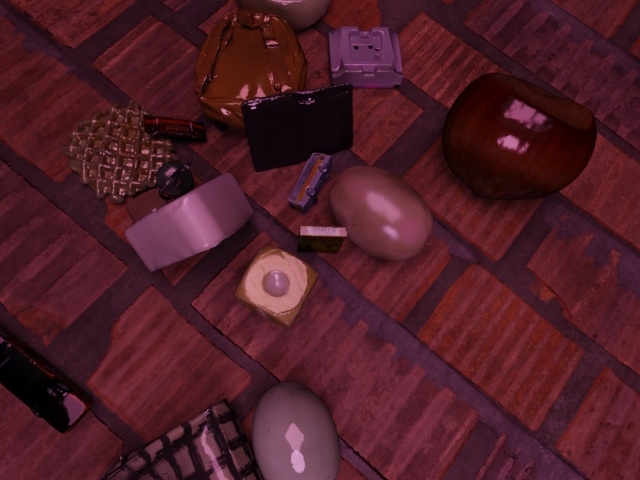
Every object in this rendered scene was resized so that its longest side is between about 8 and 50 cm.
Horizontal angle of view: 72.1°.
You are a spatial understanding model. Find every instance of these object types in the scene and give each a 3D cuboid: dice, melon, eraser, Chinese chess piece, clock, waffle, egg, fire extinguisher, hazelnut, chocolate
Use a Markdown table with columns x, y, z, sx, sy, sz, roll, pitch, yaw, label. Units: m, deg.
| x | y | z | sx | sy | sz | roll | pitch | yaw | label |
| --- | --- | --- | --- | --- | --- | --- | --- | --- | --- |
| -0.114 | 0.124 | 1.172 | 0.169 | 0.169 | 0.166 | 30 | 74 | 4 | dice |
| 0.169 | -0.075 | 1.228 | 0.317 | 0.223 | 0.223 | 37 | 74 | 6 | melon |
| -0.319 | -0.063 | 1.173 | 0.332 | 0.331 | 0.149 | -30 | 100 | -13 | eraser |
| -0.124 | -0.883 | 1.483 | 0.350 | 0.146 | 0.348 | 1 | 74 | -4 | Chinese chess piece |
| 0.146 | -0.607 | 1.456 | 0.254 | 0.083 | 0.186 | -2 | 73 | -5 | clock |
| -0.596 | -0.269 | 1.307 | 0.292 | 0.056 | 0.309 | -37 | 81 | -14 | waffle |
| -0.059 | 0.481 | 1.054 | 0.203 | 0.203 | 0.282 | -16 | 73 | -9 | egg |
| -0.384 | -0.159 | 1.166 | 0.118 | 0.294 | 0.093 | -46 | 105 | -7 | fire extinguisher |
| 0.562 | -0.296 | 1.284 | 0.410 | 0.359 | 0.359 | 33 | 74 | 1 | hazelnut |
| -0.437 | -0.338 | 1.325 | 0.183 | 0.028 | 0.086 | -3 | 58 | -28 | chocolate |

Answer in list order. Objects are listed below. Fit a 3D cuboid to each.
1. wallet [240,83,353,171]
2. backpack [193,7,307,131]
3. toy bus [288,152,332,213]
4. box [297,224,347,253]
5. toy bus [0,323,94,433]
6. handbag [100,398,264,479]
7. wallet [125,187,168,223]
| x | y | z | sx | sy | sz | roll | pitch | yaw | label |
| --- | --- | --- | --- | --- | --- | --- | --- | --- | --- |
| -0.055 | -0.330 | 1.283 | 0.323 | 0.247 | 0.041 | -17 | 50 | -10 | wallet |
| -0.198 | -0.509 | 1.337 | 0.354 | 0.201 | 0.377 | 10 | 75 | -1 | backpack |
| -0.028 | -0.175 | 1.327 | 0.075 | 0.064 | 0.190 | 20 | 72 | 14 | toy bus |
| 0.000 | 0.000 | 1.206 | 0.122 | 0.193 | 0.030 | 3 | 76 | -5 | box |
| -0.750 | 0.321 | 1.100 | 0.409 | 0.092 | 0.093 | 36 | 76 | 6 | toy bus |
| -0.299 | 0.592 | 1.013 | 0.327 | 0.162 | 0.325 | -31 | 74 | 3 | handbag |
| -0.481 | -0.068 | 1.267 | 0.118 | 0.038 | 0.152 | -31 | 77 | -11 | wallet |
